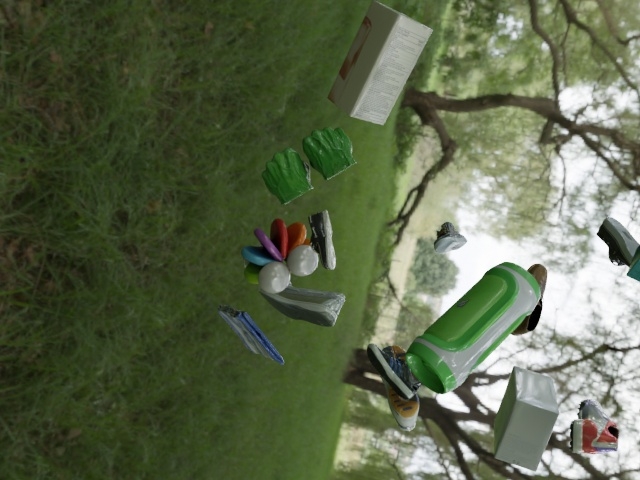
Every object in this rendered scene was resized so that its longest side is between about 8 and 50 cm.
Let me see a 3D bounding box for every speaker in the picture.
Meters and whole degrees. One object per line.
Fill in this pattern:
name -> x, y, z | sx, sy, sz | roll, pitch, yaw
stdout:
speaker -> 0.311, 0.172, 1.193 | 0.296, 0.131, 0.131 | -38, 155, -21

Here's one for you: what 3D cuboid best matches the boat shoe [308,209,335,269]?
boat shoe -> 0.000, 0.000, 0.974 | 0.046, 0.038, 0.125 | 67, 13, -48

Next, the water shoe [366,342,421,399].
water shoe -> 0.220, 0.380, 1.776 | 0.080, 0.203, 0.073 | -38, -179, -24

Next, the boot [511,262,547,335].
boot -> 0.802, 0.217, 2.204 | 0.305, 0.112, 0.115 | -62, -170, -21

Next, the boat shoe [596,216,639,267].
boat shoe -> 0.803, 0.028, 1.578 | 0.229, 0.080, 0.076 | -98, -151, -51

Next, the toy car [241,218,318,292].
toy car -> -0.104, 0.022, 1.361 | 0.159, 0.182, 0.136 | 42, -21, 55

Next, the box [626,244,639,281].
box -> 0.767, -0.009, 1.304 | 0.100, 0.060, 0.244 | -51, 158, -31

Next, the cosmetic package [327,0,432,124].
cosmetic package -> 0.162, -0.492, 1.653 | 0.153, 0.129, 0.296 | 5, 122, -43

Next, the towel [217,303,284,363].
towel -> -0.222, 0.289, 1.822 | 0.034, 0.209, 0.285 | -42, -167, -18

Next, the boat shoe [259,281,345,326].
boat shoe -> -0.064, 0.189, 1.894 | 0.103, 0.320, 0.118 | -57, 132, -24

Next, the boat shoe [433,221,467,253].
boat shoe -> 0.383, -0.010, 1.826 | 0.183, 0.083, 0.065 | -3, 140, -54

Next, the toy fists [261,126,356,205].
toy fists -> -0.037, -0.225, 1.714 | 0.142, 0.279, 0.096 | 61, 13, -3

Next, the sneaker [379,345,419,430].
sneaker -> 0.245, 0.475, 1.905 | 0.297, 0.111, 0.131 | -93, 177, -54

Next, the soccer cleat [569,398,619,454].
soccer cleat -> 0.772, 0.521, 1.640 | 0.318, 0.116, 0.109 | 1, 90, -60

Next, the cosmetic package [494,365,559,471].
cosmetic package -> 0.655, 0.565, 1.891 | 0.224, 0.138, 0.225 | -46, 149, -67
